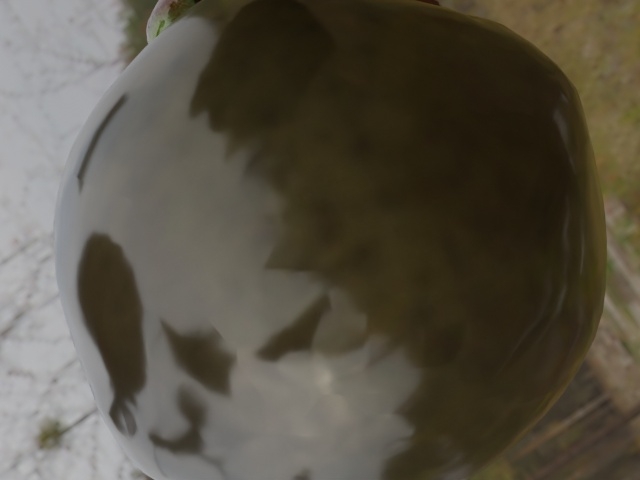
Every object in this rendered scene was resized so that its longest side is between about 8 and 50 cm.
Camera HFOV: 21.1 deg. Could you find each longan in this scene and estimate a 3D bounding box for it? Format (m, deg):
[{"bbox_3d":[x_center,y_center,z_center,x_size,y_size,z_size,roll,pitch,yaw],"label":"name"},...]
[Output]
[{"bbox_3d":[0.000,0.000,0.894,0.288,0.288,0.350,55,171,-27],"label":"longan"}]

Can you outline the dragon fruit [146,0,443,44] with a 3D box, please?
[{"bbox_3d":[0.000,-0.076,1.212,0.295,0.268,0.130,54,-167,-24],"label":"dragon fruit"}]
